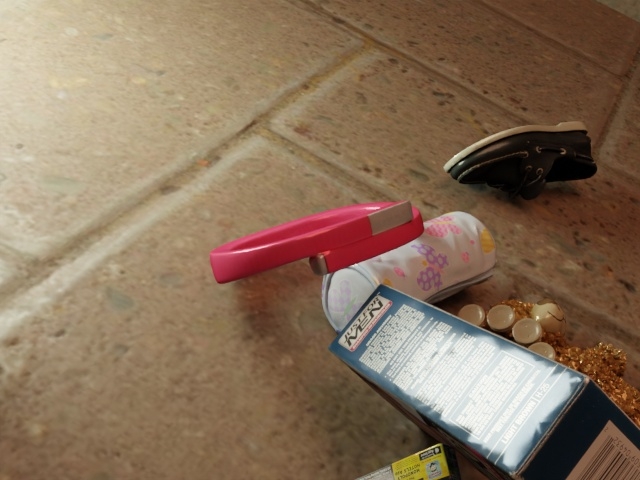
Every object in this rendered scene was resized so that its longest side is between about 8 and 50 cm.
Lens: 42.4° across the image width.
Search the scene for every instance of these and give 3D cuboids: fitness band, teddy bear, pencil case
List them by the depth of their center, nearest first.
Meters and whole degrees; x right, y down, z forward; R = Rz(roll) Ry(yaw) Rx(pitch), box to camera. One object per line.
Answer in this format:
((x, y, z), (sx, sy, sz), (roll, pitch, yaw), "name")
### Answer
((0.000, 0.000, 1.054), (0.291, 0.209, 0.054), (-18, 98, -35), "fitness band")
((0.341, 0.195, 1.055), (0.245, 0.113, 0.338), (1, 43, -30), "teddy bear")
((0.126, 0.045, 1.115), (0.124, 0.113, 0.273), (23, 31, 35), "pencil case")

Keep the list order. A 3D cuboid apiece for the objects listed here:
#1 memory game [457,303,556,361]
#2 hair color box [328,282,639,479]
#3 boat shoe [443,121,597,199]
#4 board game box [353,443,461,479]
((0.197, 0.158, 1.016), (0.186, 0.012, 0.186), (-13, 50, 16), "memory game")
((0.162, 0.165, 0.814), (0.174, 0.105, 0.347), (44, -9, -24), "hair color box")
((0.364, -0.127, 1.444), (0.340, 0.127, 0.113), (-11, 72, -40), "boat shoe")
((0.069, 0.311, 0.742), (0.060, 0.194, 0.194), (25, 43, -43), "board game box")
